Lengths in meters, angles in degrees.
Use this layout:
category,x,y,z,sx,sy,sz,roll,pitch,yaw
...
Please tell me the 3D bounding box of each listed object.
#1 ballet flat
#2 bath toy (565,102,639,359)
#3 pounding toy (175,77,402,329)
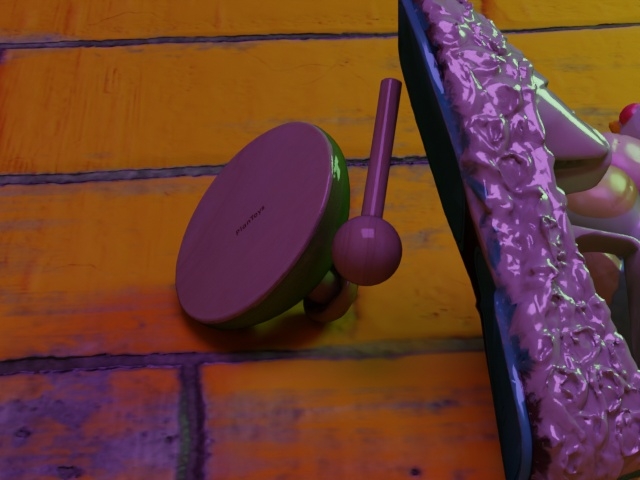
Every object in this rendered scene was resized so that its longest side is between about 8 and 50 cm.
category,x,y,z,sx,sy,sz,roll,pitch,yaw
ballet flat,0.155,-0.005,1.176,0.147,0.147,0.409,-7,65,-11
bath toy,0.264,-0.026,1.370,0.129,0.151,0.348,-32,13,32
pounding toy,0.000,0.000,1.324,0.237,0.110,0.183,-22,45,42
